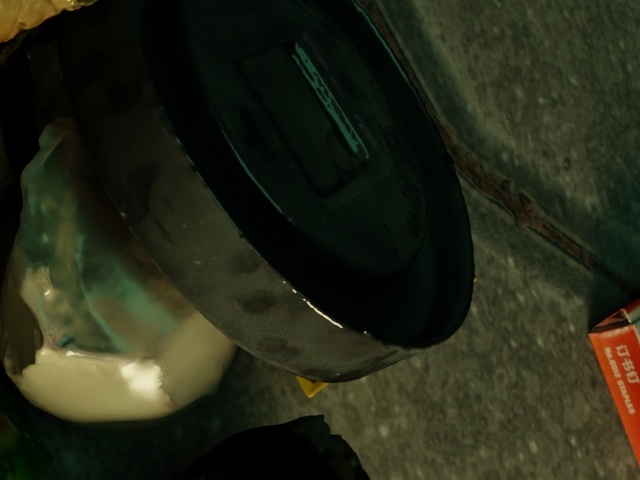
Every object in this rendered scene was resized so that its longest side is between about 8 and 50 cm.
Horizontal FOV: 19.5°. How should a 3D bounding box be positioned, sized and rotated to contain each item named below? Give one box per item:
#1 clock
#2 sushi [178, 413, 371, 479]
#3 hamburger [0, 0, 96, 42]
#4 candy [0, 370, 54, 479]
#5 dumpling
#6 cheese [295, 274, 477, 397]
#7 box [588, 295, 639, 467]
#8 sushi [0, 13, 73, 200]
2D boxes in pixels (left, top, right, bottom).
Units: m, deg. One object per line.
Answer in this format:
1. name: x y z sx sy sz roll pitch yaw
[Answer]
1. clock: -0.027 -0.064 1.125 0.319 0.066 0.319 40 32 -32
2. sushi: -0.039 0.230 1.122 0.200 0.204 0.213 59 4 18
3. hamburger: -0.254 -0.174 0.978 0.286 0.243 0.146 -5 112 -12
4. candy: -0.236 0.135 1.028 0.141 0.078 0.203 43 44 -6
5. dumpling: -0.116 0.017 1.111 0.258 0.147 0.193 44 46 -62
6. cheese: 0.000 0.000 1.281 0.093 0.126 0.171 -29 81 -37
7. box: 0.307 0.144 1.540 0.123 0.050 0.229 -26 98 -43
8. sushi: -0.206 -0.072 1.097 0.273 0.134 0.109 -34 120 -59
